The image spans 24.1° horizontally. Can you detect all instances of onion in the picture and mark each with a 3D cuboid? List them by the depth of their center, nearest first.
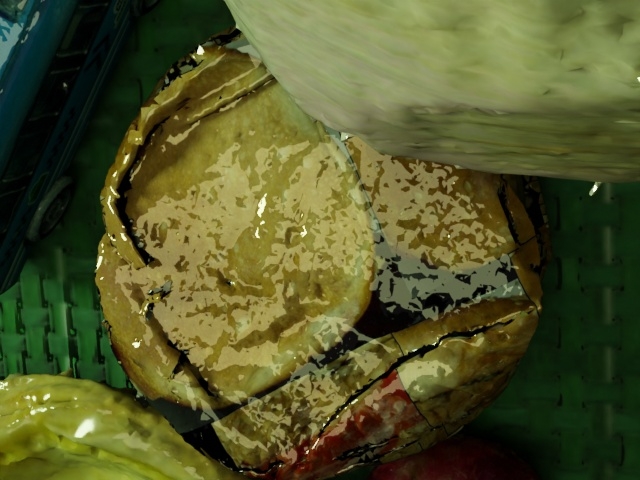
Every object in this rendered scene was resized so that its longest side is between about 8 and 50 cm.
[{"bbox_3d":[0.068,0.147,0.753,0.107,0.097,0.107,-1,63,2],"label":"onion"}]

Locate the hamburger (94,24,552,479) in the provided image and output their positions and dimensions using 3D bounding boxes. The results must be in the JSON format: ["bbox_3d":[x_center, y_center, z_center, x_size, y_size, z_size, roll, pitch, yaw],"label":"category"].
[{"bbox_3d":[0.000,0.000,0.722,0.230,0.107,0.231,2,98,10],"label":"hamburger"}]

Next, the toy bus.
[{"bbox_3d":[-0.171,-0.086,0.739,0.113,0.134,0.246,31,111,6],"label":"toy bus"}]

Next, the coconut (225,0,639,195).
[{"bbox_3d":[0.081,-0.215,0.508,0.404,0.404,0.405,4,105,14],"label":"coconut"}]

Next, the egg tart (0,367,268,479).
[{"bbox_3d":[-0.106,0.204,0.803,0.294,0.123,0.294,4,104,18],"label":"egg tart"}]
